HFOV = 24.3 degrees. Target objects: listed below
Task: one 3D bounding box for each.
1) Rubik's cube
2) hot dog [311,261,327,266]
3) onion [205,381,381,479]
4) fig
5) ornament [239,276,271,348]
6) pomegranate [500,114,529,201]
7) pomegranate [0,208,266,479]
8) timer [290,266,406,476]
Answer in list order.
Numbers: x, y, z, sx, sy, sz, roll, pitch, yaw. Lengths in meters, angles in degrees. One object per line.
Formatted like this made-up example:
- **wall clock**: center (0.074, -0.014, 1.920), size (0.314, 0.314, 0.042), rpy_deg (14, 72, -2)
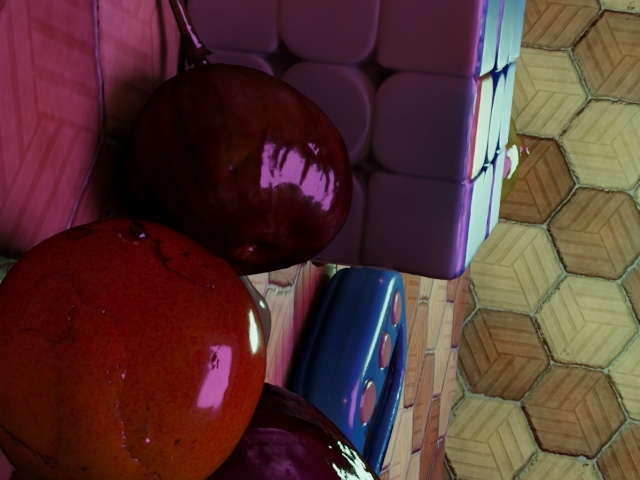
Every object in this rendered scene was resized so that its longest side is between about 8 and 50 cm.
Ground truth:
- **Rubik's cube**: center (0.038, -0.142, 1.494), size (0.292, 0.291, 0.290), rpy_deg (-37, 134, -71)
- **hot dog**: center (0.000, 0.000, 1.985), size (0.083, 0.035, 0.058), rpy_deg (81, 17, -52)
- **onion**: center (-0.081, 0.256, 1.270), size (0.260, 0.282, 0.336), rpy_deg (-115, -160, -54)
- **fig**: center (-0.087, -0.088, 1.311), size (0.186, 0.204, 0.249), rpy_deg (-54, -137, 34)
- **ornament**: center (-0.105, 0.162, 1.573), size (0.245, 0.061, 0.230), rpy_deg (62, 39, -63)
- **pomegranate**: center (0.232, -0.139, 2.515), size (0.233, 0.233, 0.233), rpy_deg (8, 90, -77)
- **pomegranate**: center (-0.144, 0.100, 1.051), size (0.210, 0.210, 0.235), rpy_deg (49, 49, -73)
- **timer**: center (0.043, 0.216, 2.127), size (0.309, 0.115, 0.340), rpy_deg (84, 19, -44)
